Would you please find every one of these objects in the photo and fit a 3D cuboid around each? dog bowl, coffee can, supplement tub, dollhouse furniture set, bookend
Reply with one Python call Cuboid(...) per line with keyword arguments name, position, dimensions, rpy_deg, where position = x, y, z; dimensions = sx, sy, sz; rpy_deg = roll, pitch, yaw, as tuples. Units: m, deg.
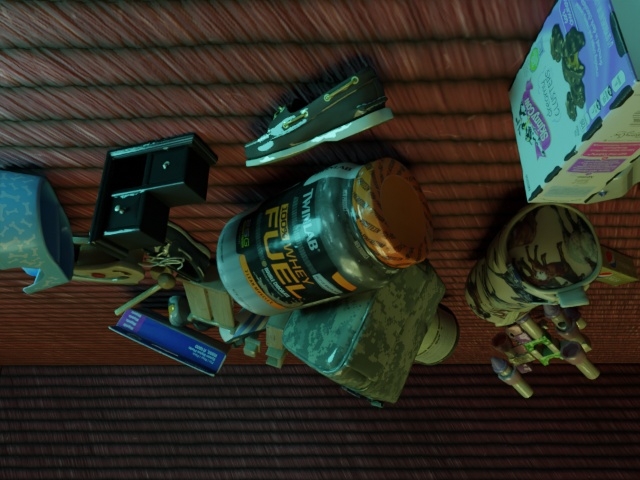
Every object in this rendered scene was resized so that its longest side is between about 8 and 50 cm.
Cuboid(name="dog bowl", position=(-0.506, -0.010, 0.813), dimensions=(0.074, 0.166, 0.297), rpy_deg=(-5, 159, -19))
Cuboid(name="coffee can", position=(0.265, 0.248, 1.342), dimensions=(0.201, 0.202, 0.275), rpy_deg=(-16, 152, 32))
Cuboid(name="supplement tub", position=(0.000, 0.000, 0.765), dimensions=(0.338, 0.207, 0.207), rpy_deg=(-22, 149, 39))
Cuboid(name="dollhouse furniture set", position=(-0.237, 0.156, 1.240), dimensions=(0.355, 0.174, 0.303), rpy_deg=(16, 138, 9))
Cuboid(name="bookend", position=(-0.246, -0.063, 0.681), dimensions=(0.156, 0.157, 0.072), rpy_deg=(-7, 156, 17))

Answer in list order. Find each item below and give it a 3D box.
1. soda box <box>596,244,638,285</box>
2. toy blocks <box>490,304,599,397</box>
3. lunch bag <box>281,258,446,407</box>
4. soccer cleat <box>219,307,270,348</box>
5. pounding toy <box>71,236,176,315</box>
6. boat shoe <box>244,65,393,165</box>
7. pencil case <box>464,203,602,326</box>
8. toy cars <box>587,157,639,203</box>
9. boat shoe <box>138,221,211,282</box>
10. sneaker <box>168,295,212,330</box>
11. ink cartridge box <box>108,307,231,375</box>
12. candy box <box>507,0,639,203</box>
Cuboid(name="soda box", position=(0.676, 0.059, 1.081), dimensions=(0.181, 0.061, 0.058), rpy_deg=(15, 152, -30))
Cuboid(name="toy blocks", position=(0.702, 0.301, 1.514), dimensions=(0.260, 0.309, 0.288), rpy_deg=(43, 129, -12))
Cuboid(name="lunch bag", position=(0.109, 0.159, 0.913), dimensions=(0.256, 0.305, 0.212), rpy_deg=(36, 166, -32))
Cuboid(name="soccer cleat", position=(-0.153, 0.212, 1.394), dimensions=(0.331, 0.143, 0.116), rpy_deg=(-14, 166, -31))
Cuboid(name="pounding toy", position=(-0.462, 0.073, 0.996), dimensions=(0.269, 0.155, 0.154), rpy_deg=(6, 160, -10))
Cuboid(name="boat shoe", position=(-0.016, -0.153, 0.592), dimensions=(0.227, 0.069, 0.081), rpy_deg=(-12, -166, 35))
Cuboid(name="pencil case", position=(0.406, 0.074, 0.929), dimensions=(0.159, 0.184, 0.410), rpy_deg=(0, 163, 8))
Cuboid(name="toy cars", position=(0.526, -0.088, 0.710), dimensions=(0.393, 0.087, 0.176), rpy_deg=(4, 156, -9))
Cuboid(name="boat shoe", position=(-0.327, 0.025, 0.982), dimensions=(0.095, 0.079, 0.254), rpy_deg=(-6, 156, 15))
Cuboid(name="sneaker", position=(-0.375, 0.221, 1.439), dimensions=(0.121, 0.099, 0.262), rpy_deg=(-14, 162, 12))
Cuboid(name="ink cartridge box", position=(-0.443, 0.302, 1.408), dimensions=(0.324, 0.071, 0.330), rpy_deg=(26, 168, -4))
Cuboid(name="candy box", position=(0.270, -0.153, 0.461), dimensions=(0.070, 0.165, 0.196), rpy_deg=(0, 156, 0))
